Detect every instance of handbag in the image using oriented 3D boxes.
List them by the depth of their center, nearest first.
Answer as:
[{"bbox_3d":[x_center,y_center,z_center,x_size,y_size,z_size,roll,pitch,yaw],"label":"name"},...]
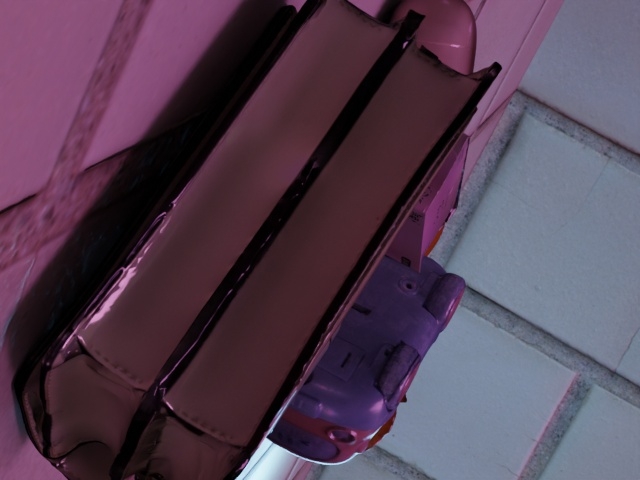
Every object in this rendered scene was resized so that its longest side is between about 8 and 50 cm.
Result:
[{"bbox_3d":[-0.049,0.008,1.113,0.358,0.160,0.236,-56,177,-24],"label":"handbag"}]

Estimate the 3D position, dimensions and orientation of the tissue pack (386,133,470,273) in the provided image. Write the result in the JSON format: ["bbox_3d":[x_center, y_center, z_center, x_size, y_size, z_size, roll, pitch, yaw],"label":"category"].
[{"bbox_3d":[0.059,-0.065,1.609,0.092,0.148,0.246,-58,171,-11],"label":"tissue pack"}]

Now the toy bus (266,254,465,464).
[{"bbox_3d":[0.020,0.128,1.836,0.294,0.197,0.232,-55,167,-45],"label":"toy bus"}]

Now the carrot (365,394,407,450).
[{"bbox_3d":[0.011,0.218,2.317,0.196,0.196,0.254,-59,180,-9],"label":"carrot"}]

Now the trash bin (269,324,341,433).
[{"bbox_3d":[-0.061,0.101,1.546,0.130,0.116,0.059,-56,171,-25],"label":"trash bin"}]

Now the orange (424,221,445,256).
[{"bbox_3d":[0.087,-0.027,2.049,0.156,0.124,0.156,-41,154,-25],"label":"orange"}]

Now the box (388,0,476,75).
[{"bbox_3d":[0.110,-0.181,1.635,0.200,0.088,0.146,-36,135,-81],"label":"box"}]
